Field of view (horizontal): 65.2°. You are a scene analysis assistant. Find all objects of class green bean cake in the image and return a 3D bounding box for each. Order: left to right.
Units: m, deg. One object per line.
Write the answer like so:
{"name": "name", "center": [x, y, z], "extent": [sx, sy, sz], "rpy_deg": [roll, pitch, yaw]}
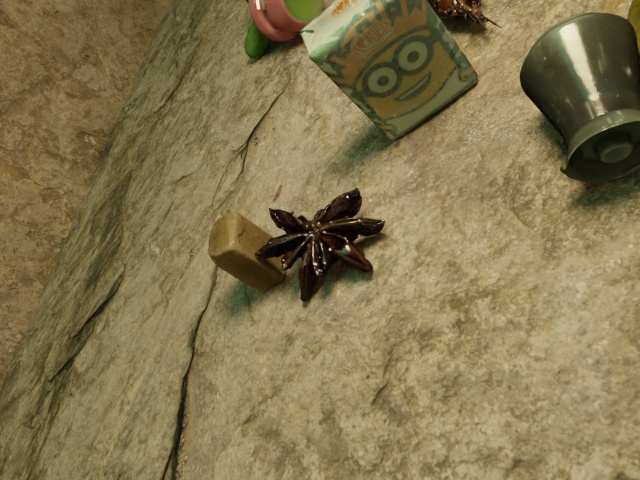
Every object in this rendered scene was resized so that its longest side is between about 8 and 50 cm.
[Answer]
{"name": "green bean cake", "center": [-0.161, 0.028, 1.117], "extent": [0.085, 0.179, 0.109], "rpy_deg": [-29, 48, 25]}

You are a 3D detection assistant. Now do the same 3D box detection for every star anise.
{"name": "star anise", "center": [0.002, -0.004, 1.034], "extent": [0.283, 0.129, 0.212], "rpy_deg": [-22, 54, 21]}

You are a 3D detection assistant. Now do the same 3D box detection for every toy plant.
{"name": "toy plant", "center": [-0.153, -0.800, 1.678], "extent": [0.356, 0.211, 0.316], "rpy_deg": [16, 114, 60]}

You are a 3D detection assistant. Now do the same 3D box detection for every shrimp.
{"name": "shrimp", "center": [0.319, -0.570, 1.145], "extent": [0.145, 0.117, 0.342], "rpy_deg": [-47, 37, 30]}

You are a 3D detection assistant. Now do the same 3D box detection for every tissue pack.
{"name": "tissue pack", "center": [0.144, -0.373, 1.012], "extent": [0.228, 0.311, 0.127], "rpy_deg": [-35, 47, 22]}

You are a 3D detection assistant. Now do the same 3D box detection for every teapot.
{"name": "teapot", "center": [0.425, -0.219, 0.751], "extent": [0.203, 0.171, 0.225], "rpy_deg": [-22, 55, 29]}

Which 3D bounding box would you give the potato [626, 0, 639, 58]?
{"name": "potato", "center": [0.543, -0.348, 0.788], "extent": [0.105, 0.085, 0.188], "rpy_deg": [-16, 47, 34]}
